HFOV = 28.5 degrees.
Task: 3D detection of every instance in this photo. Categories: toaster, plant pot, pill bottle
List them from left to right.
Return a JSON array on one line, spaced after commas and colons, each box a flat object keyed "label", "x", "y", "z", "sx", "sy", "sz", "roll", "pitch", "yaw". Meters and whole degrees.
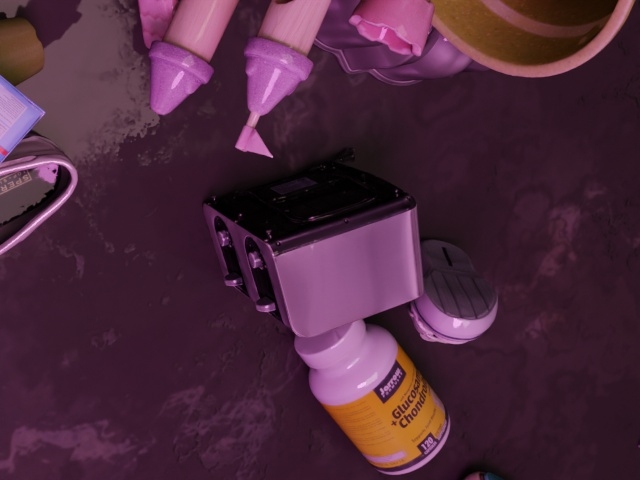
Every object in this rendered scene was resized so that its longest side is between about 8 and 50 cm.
[{"label": "plant pot", "x": -0.281, "y": -0.155, "z": 1.076, "sx": 0.079, "sy": 0.083, "sz": 0.083, "roll": -28, "pitch": 115, "yaw": -33}, {"label": "toaster", "x": 0.000, "y": 0.000, "z": 1.218, "sx": 0.186, "sy": 0.168, "sz": 0.110, "roll": -19, "pitch": 114, "yaw": -22}, {"label": "pill bottle", "x": 0.052, "y": 0.153, "z": 1.322, "sx": 0.103, "sy": 0.103, "sz": 0.184, "roll": -44, "pitch": 120, "yaw": -12}, {"label": "plant pot", "x": 0.235, "y": -0.312, "z": 1.085, "sx": 0.254, "sy": 0.276, "sz": 0.276, "roll": -29, "pitch": 116, "yaw": -32}]

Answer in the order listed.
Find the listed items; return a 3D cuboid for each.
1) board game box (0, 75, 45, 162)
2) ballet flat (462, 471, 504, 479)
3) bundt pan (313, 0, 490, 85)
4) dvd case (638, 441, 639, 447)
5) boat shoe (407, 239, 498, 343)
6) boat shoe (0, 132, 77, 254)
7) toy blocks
[{"label": "board game box", "x": -0.348, "y": -0.073, "z": 0.990, "sx": 0.160, "sy": 0.039, "sz": 0.211, "roll": 42, "pitch": 84, "yaw": -21}, {"label": "ballet flat", "x": 0.247, "y": 0.343, "z": 1.506, "sx": 0.248, "sy": 0.086, "sz": 0.086, "roll": 30, "pitch": 88, "yaw": -30}, {"label": "bundt pan", "x": 0.120, "y": -0.309, "z": 1.226, "sx": 0.331, "sy": 0.124, "sz": 0.331, "roll": -7, "pitch": 106, "yaw": -27}, {"label": "dvd case", "x": 0.462, "y": 0.220, "z": 1.621, "sx": 0.087, "sy": 0.013, "sz": 0.119, "roll": 20, "pitch": 94, "yaw": -32}, {"label": "boat shoe", "x": 0.131, "y": 0.069, "z": 1.282, "sx": 0.083, "sy": 0.226, "sz": 0.076, "roll": 12, "pitch": 107, "yaw": 0}, {"label": "boat shoe", "x": -0.328, "y": -0.003, "z": 1.078, "sx": 0.267, "sy": 0.088, "sz": 0.096, "roll": -29, "pitch": 115, "yaw": -20}, {"label": "toy blocks", "x": -0.099, "y": -0.224, "z": 0.994, "sx": 0.309, "sy": 0.288, "sz": 0.260, "roll": 31, "pitch": 83, "yaw": -53}]
